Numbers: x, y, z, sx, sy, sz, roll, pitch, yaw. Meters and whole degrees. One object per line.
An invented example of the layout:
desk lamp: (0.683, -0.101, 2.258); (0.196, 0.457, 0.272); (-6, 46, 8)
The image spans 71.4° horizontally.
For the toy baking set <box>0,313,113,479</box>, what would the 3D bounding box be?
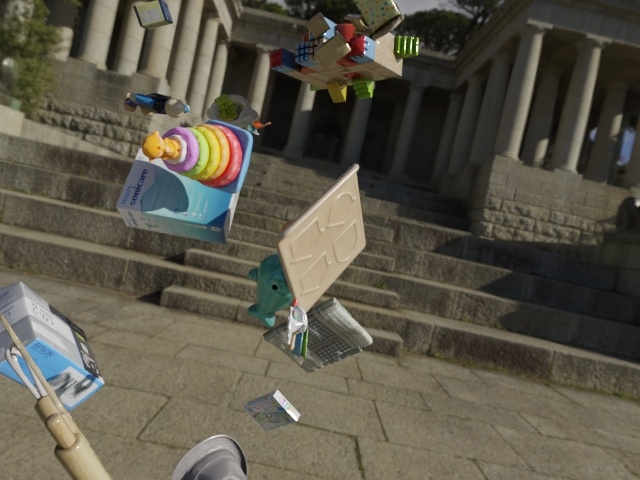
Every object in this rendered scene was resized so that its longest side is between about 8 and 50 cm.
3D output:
toy baking set: (-0.320, 0.215, 0.535); (0.197, 0.256, 0.030); (23, 44, 40)

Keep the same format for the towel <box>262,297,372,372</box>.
towel: (0.002, 0.366, 1.628); (0.324, 0.312, 0.056); (49, 18, -39)

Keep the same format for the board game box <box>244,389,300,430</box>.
board game box: (-0.146, 0.507, 1.321); (0.154, 0.103, 0.026); (-34, 10, 38)

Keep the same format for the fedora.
fedora: (-0.281, 0.702, 1.236); (0.244, 0.275, 0.124); (-16, 20, -42)

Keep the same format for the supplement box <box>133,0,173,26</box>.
supplement box: (-0.494, -0.668, 1.319); (0.083, 0.056, 0.083); (-14, 19, 0)

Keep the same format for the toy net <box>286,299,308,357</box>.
toy net: (-0.046, 0.180, 0.965); (0.045, 0.122, 0.232); (7, -22, 0)

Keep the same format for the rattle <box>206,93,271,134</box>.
rattle: (-0.236, -0.344, 1.349); (0.200, 0.130, 0.142); (24, -37, 9)

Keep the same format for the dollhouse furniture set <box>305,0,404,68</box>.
dollhouse furniture set: (0.019, -0.402, 0.733); (0.182, 0.161, 0.101); (46, 27, -29)

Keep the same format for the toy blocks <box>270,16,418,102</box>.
toy blocks: (0.040, -0.521, 1.246); (0.382, 0.190, 0.261); (6, 4, 39)

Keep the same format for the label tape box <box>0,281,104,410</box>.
label tape box: (-0.719, 0.236, 1.144); (0.348, 0.115, 0.249); (42, -18, 41)

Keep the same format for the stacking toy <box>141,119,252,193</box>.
stacking toy: (-0.314, -0.210, 1.062); (0.166, 0.175, 0.302); (21, 14, 19)

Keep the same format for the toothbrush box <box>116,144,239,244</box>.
toothbrush box: (-0.397, -0.131, 1.290); (0.296, 0.216, 0.126); (11, -26, -5)

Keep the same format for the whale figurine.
whale figurine: (-0.149, 0.167, 1.433); (0.216, 0.271, 0.141); (33, 18, 2)

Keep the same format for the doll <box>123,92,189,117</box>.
doll: (-0.329, -0.276, 0.909); (0.129, 0.046, 0.189); (0, 13, -43)

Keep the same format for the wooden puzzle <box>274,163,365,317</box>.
wooden puzzle: (0.000, 0.000, 1.211); (0.081, 0.322, 0.347); (27, -34, 28)
